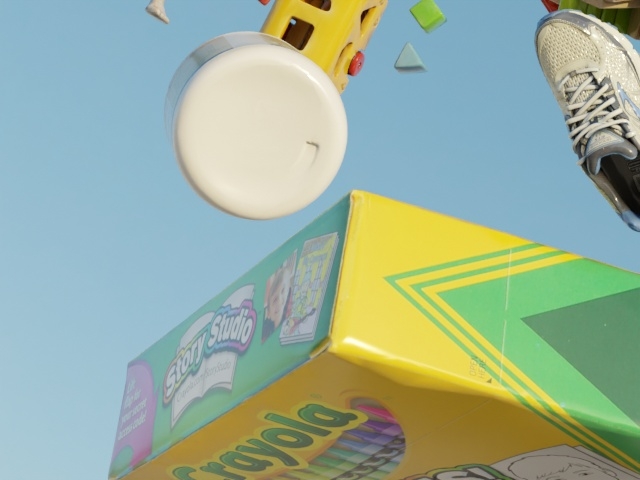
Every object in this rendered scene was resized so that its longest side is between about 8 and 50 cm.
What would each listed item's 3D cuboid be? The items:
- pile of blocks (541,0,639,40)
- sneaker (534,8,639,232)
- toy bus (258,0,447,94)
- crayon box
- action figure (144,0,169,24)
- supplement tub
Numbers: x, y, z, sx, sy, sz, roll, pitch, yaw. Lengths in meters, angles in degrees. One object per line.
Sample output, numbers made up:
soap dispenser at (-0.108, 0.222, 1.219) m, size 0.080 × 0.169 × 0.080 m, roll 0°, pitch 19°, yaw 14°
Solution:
pile of blocks at (0.337, -0.208, 1.769) m, size 0.362 × 0.112 × 0.149 m, roll 20°, pitch 24°, yaw 26°
sneaker at (0.157, -0.063, 0.985) m, size 0.052 × 0.058 × 0.135 m, roll -28°, pitch -82°, yaw 26°
toy bus at (0.013, -0.253, 1.854) m, size 0.191 × 0.202 × 0.104 m, roll -21°, pitch -14°, yaw 10°
crayon box at (0.075, 0.111, 1.137) m, size 0.313 × 0.106 × 0.363 m, roll 15°, pitch -25°, yaw -20°
action figure at (-0.199, -0.418, 1.721) m, size 0.341 × 0.330 × 0.178 m, roll 28°, pitch -2°, yaw 2°
supplement tub at (-0.059, -0.102, 1.551) m, size 0.144 × 0.144 × 0.199 m, roll 26°, pitch 7°, yaw -11°
